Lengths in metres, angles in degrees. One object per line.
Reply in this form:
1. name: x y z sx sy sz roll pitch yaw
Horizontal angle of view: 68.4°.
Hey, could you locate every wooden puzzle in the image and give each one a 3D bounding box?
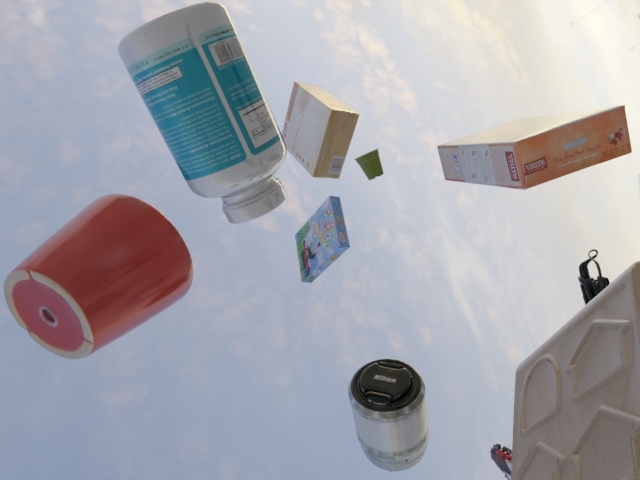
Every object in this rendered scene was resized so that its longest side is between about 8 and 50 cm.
1. wooden puzzle: 0.354 0.243 0.625 0.081 0.322 0.347 23 -129 7

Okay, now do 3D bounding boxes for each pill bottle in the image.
1. pill bottle: -0.138 -0.157 0.625 0.146 0.146 0.263 -44 -60 -42

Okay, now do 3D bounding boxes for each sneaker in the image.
1. sneaker: 0.559 0.665 1.273 0.098 0.276 0.135 29 -94 -30

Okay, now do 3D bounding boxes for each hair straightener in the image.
1. hair straightener: 0.473 0.121 0.771 0.047 0.089 0.230 0 -107 2

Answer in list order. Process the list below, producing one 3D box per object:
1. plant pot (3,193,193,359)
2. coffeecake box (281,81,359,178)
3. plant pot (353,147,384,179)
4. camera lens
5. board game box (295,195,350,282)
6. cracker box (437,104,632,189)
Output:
1. plant pot: -0.431 0.078 0.912 0.274 0.275 0.243 51 -145 -10
2. coffeecake box: -0.009 -0.235 0.997 0.068 0.142 0.185 -1 -146 -30
3. plant pot: 0.155 -0.228 1.433 0.083 0.083 0.079 -33 -77 -43
4. camera lens: 0.205 0.506 1.387 0.219 0.220 0.274 -42 -50 -43
5. board game box: 0.000 0.000 1.303 0.039 0.211 0.160 9 -125 -30
6. cracker box: 0.293 -0.133 0.687 0.156 0.232 0.067 -19 -78 -6
